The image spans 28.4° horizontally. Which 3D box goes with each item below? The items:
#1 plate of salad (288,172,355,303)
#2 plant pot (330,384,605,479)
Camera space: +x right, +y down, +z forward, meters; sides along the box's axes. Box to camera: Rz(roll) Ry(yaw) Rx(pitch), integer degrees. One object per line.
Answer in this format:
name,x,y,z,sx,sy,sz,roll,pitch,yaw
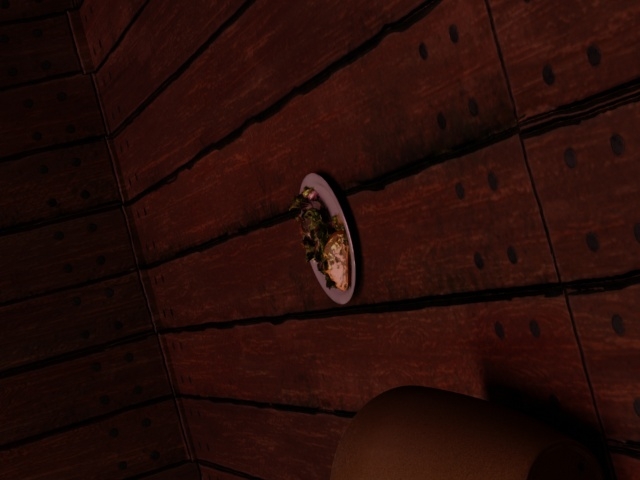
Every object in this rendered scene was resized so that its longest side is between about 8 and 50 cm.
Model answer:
plate of salad,0.000,0.000,1.869,0.200,0.048,0.200,165,90,-71
plant pot,0.179,0.273,1.371,0.254,0.237,0.237,-12,93,55
